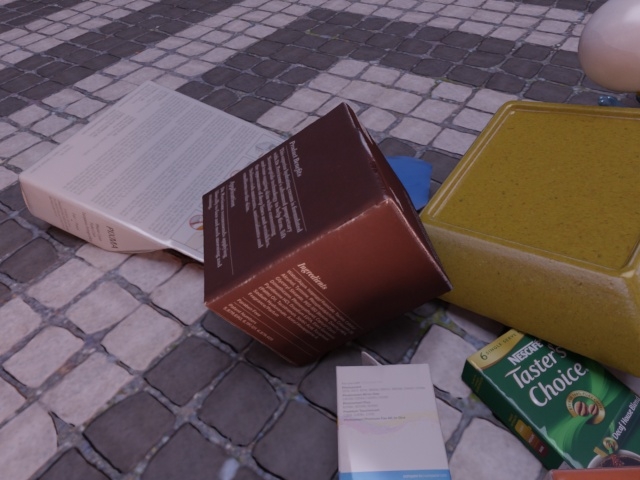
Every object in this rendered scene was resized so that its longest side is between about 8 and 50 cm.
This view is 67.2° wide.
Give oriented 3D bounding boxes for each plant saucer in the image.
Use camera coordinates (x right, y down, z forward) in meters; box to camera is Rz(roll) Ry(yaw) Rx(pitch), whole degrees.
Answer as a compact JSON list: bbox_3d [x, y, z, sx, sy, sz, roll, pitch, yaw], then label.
[{"bbox_3d":[0.279,-0.054,0.565,0.332,0.081,0.333,20,64,43],"label":"plant saucer"}]

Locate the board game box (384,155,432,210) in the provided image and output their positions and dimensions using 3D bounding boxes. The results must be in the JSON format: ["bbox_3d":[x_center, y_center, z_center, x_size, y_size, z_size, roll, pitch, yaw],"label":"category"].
[{"bbox_3d":[0.100,-0.071,0.729,0.133,0.033,0.169,-1,40,18],"label":"board game box"}]

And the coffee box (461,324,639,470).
[{"bbox_3d":[0.244,0.165,0.476,0.113,0.040,0.184,-25,47,-19],"label":"coffee box"}]

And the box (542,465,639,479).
[{"bbox_3d":[0.256,0.313,0.233,0.214,0.168,0.345,-4,44,2],"label":"box"}]

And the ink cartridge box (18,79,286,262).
[{"bbox_3d":[-0.207,-0.089,0.778,0.384,0.091,0.308,25,49,6],"label":"ink cartridge box"}]

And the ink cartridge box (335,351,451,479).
[{"bbox_3d":[0.061,0.182,0.440,0.089,0.092,0.143,-2,45,3],"label":"ink cartridge box"}]

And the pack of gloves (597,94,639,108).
[{"bbox_3d":[0.532,-0.156,0.711,0.232,0.046,0.195,22,40,2],"label":"pack of gloves"}]

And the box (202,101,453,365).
[{"bbox_3d":[0.000,0.000,0.527,0.203,0.167,0.169,-29,43,15],"label":"box"}]

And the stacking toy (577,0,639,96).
[{"bbox_3d":[0.531,-0.264,0.636,0.479,0.351,0.351,-15,45,-18],"label":"stacking toy"}]
